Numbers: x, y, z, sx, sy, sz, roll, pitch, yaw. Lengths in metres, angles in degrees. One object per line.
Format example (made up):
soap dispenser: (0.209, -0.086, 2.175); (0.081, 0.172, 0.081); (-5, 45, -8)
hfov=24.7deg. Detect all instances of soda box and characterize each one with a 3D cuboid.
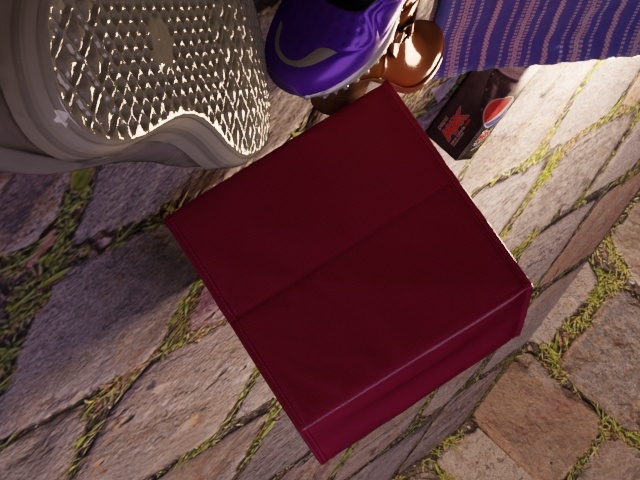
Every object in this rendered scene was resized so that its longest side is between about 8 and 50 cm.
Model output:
soda box: (0.210, -0.182, 1.850); (0.169, 0.060, 0.053); (-54, 161, 21)

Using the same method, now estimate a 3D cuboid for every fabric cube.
fabric cube: (0.032, 0.040, 1.476); (0.258, 0.259, 0.254); (-33, 164, -3)

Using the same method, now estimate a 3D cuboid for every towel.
towel: (0.285, -0.251, 1.573); (0.336, 0.040, 0.243); (-7, 158, -7)

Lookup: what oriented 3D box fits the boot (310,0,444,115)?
boot: (0.077, -0.213, 1.436); (0.197, 0.073, 0.152); (-36, 156, -41)

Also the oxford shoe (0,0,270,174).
oxford shoe: (-0.142, -0.122, 1.026); (0.130, 0.169, 0.449); (-9, -176, 18)

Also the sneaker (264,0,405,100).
sneaker: (0.045, -0.258, 1.224); (0.293, 0.102, 0.146); (-51, 160, -6)
